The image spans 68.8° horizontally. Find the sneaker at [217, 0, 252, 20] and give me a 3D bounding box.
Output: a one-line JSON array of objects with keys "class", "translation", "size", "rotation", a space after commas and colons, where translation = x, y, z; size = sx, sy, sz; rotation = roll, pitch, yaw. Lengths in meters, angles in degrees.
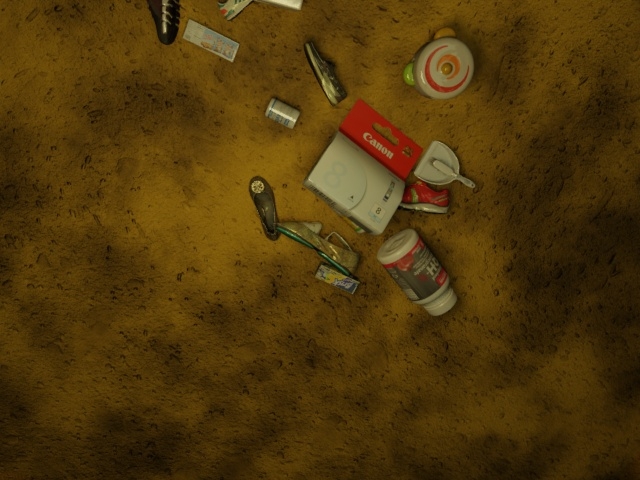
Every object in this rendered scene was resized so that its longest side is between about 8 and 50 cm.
[{"class": "sneaker", "translation": [-0.259, -0.784, 1.503], "size": [0.161, 0.057, 0.075], "rotation": [-36, 111, 13]}]

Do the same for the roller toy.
[{"class": "roller toy", "translation": [0.402, -0.566, 1.541], "size": [0.191, 0.146, 0.209], "rotation": [37, 103, -13]}]

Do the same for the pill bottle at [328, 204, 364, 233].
[{"class": "pill bottle", "translation": [0.098, -0.153, 1.676], "size": [0.245, 0.136, 0.136], "rotation": [43, 102, -13]}]

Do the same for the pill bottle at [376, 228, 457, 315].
[{"class": "pill bottle", "translation": [0.370, 0.126, 1.753], "size": [0.176, 0.176, 0.318], "rotation": [-37, 105, 10]}]

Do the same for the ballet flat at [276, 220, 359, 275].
[{"class": "ballet flat", "translation": [0.000, 0.000, 1.747], "size": [0.348, 0.123, 0.123], "rotation": [33, 104, -11]}]

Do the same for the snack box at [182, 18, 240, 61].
[{"class": "snack box", "translation": [-0.363, -0.664, 1.559], "size": [0.178, 0.022, 0.064], "rotation": [24, 105, -9]}]

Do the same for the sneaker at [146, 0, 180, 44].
[{"class": "sneaker", "translation": [-0.541, -0.772, 1.488], "size": [0.162, 0.106, 0.281], "rotation": [4, 98, 3]}]

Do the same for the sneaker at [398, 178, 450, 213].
[{"class": "sneaker", "translation": [0.337, -0.167, 1.712], "size": [0.279, 0.107, 0.118], "rotation": [8, 89, -7]}]

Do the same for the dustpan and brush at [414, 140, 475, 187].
[{"class": "dustpan and brush", "translation": [0.465, -0.248, 1.688], "size": [0.211, 0.060, 0.147], "rotation": [28, 98, -15]}]

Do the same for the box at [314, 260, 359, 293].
[{"class": "box", "translation": [0.065, 0.143, 1.816], "size": [0.168, 0.054, 0.059], "rotation": [25, 106, -10]}]

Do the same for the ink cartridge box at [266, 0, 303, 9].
[{"class": "ink cartridge box", "translation": [-0.148, -0.897, 1.332], "size": [0.285, 0.166, 0.395], "rotation": [11, 115, -8]}]

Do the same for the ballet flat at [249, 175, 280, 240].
[{"class": "ballet flat", "translation": [-0.202, -0.113, 1.724], "size": [0.084, 0.058, 0.250], "rotation": [-13, 108, 2]}]

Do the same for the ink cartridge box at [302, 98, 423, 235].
[{"class": "ink cartridge box", "translation": [0.166, -0.257, 1.586], "size": [0.308, 0.091, 0.385], "rotation": [35, 77, -12]}]

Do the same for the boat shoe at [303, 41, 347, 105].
[{"class": "boat shoe", "translation": [0.018, -0.567, 1.574], "size": [0.073, 0.080, 0.224], "rotation": [-28, 112, 2]}]

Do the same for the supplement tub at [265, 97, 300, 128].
[{"class": "supplement tub", "translation": [-0.131, -0.438, 1.613], "size": [0.107, 0.071, 0.071], "rotation": [25, 106, -8]}]
